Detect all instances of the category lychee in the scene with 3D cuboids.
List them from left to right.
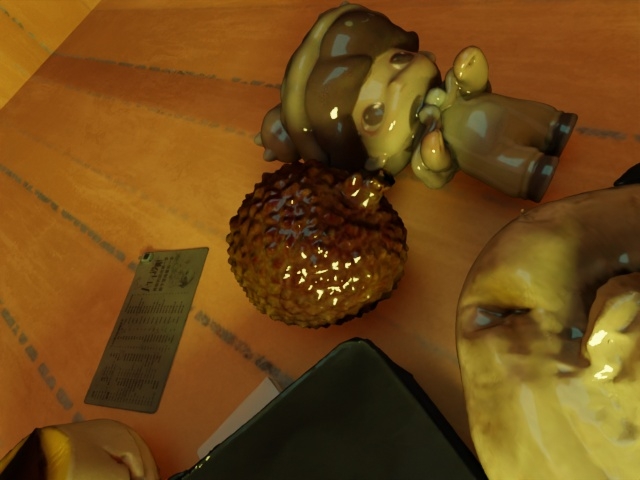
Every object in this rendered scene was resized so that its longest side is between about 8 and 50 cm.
[{"bbox_3d":[0.000,0.000,0.516,0.238,0.200,0.200,-48,41,34],"label":"lychee"}]

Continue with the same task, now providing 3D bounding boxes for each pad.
[{"bbox_3d":[-0.274,0.129,0.718,0.160,0.009,0.265,-5,58,27],"label":"pad"}]

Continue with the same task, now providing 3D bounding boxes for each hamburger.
[{"bbox_3d":[-0.312,0.344,0.511,0.295,0.151,0.227,-44,42,8],"label":"hamburger"}]

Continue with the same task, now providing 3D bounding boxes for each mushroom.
[{"bbox_3d":[0.224,0.064,0.272,0.293,0.290,0.292,-7,60,13],"label":"mushroom"}]

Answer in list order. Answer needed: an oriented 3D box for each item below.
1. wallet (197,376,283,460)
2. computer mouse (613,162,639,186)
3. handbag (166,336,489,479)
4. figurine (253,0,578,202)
[{"bbox_3d":[-0.087,0.225,0.534,0.122,0.025,0.061,-46,55,-4],"label":"wallet"},{"bbox_3d":[0.365,-0.046,0.421,0.172,0.057,0.099,9,67,38],"label":"computer mouse"},{"bbox_3d":[-0.001,0.276,0.389,0.326,0.118,0.269,-40,42,3],"label":"handbag"},{"bbox_3d":[0.108,-0.161,0.573,0.381,0.203,0.248,24,89,25],"label":"figurine"}]
